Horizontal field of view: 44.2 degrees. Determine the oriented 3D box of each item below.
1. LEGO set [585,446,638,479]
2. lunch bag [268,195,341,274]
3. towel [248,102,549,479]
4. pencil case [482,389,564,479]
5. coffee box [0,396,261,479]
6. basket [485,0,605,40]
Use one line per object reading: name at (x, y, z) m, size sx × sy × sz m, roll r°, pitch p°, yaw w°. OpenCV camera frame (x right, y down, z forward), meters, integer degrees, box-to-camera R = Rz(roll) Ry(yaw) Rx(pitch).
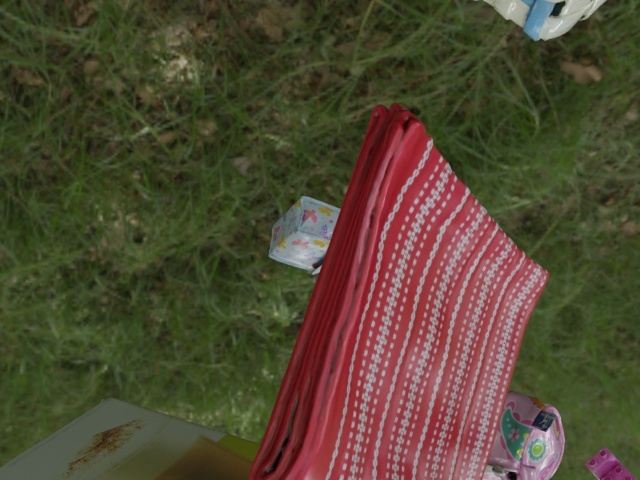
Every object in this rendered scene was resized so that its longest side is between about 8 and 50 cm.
LEGO set at (0.205, 0.221, 0.470) m, size 0.087 × 0.227 × 0.093 m, roll -43°, pitch 121°, yaw 3°
lunch bag at (0.000, 0.000, 0.801) m, size 0.083 × 0.053 × 0.071 m, roll 18°, pitch 148°, yaw -24°
towel at (0.068, 0.066, 0.462) m, size 0.031 × 0.199 × 0.275 m, roll 13°, pitch 168°, yaw 33°
pencil case at (0.168, 0.238, 1.019) m, size 0.284 × 0.124 × 0.124 m, roll 11°, pitch 164°, yaw 38°
coffee box at (-0.173, 0.394, 0.697) m, size 0.334 × 0.338 × 0.337 m, roll 9°, pitch -157°, yaw 31°
basket at (0.115, -0.297, 0.490) m, size 0.201 × 0.289 × 0.255 m, roll -32°, pitch 166°, yaw -13°
